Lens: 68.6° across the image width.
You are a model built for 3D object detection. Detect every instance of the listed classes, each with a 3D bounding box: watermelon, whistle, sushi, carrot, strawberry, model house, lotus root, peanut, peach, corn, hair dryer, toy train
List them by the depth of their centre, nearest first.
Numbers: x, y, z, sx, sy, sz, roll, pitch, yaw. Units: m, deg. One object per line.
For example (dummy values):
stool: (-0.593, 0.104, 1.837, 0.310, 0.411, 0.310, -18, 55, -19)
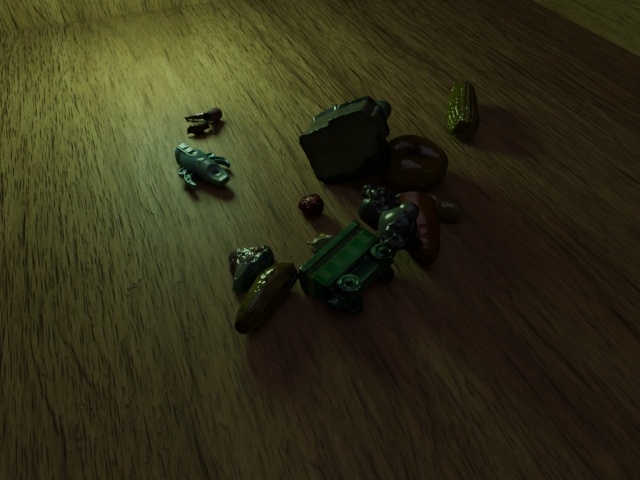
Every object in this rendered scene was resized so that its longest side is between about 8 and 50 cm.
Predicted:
lotus root: (-0.156, 0.150, 1.323, 0.097, 0.110, 0.258, 25, 50, 18)
toy train: (0.088, 0.083, 1.391, 0.203, 0.120, 0.301, 29, 53, 28)
watermelon: (-0.231, 0.069, 1.430, 0.139, 0.071, 0.187, 22, 50, 24)
carrot: (0.306, -0.022, 1.490, 0.159, 0.159, 0.224, -3, 58, -4)
strawberry: (-0.033, -0.120, 1.608, 0.097, 0.083, 0.083, -6, 40, 33)
peanut: (0.406, -0.119, 1.619, 0.175, 0.080, 0.080, 25, 51, 25)
model house: (0.117, -0.394, 1.718, 0.299, 0.243, 0.284, -11, 36, 27)
peach: (0.342, -0.282, 1.721, 0.252, 0.153, 0.251, -3, 50, 4)
whistle: (-0.446, -0.279, 1.735, 0.274, 0.093, 0.186, 33, 54, 22)
sushi: (-0.502, -0.460, 1.929, 0.100, 0.047, 0.050, -14, 34, -18)
hair dryer: (-0.504, -0.523, 1.982, 0.154, 0.053, 0.106, -3, 21, 21)
corn: (0.606, -0.558, 1.996, 0.131, 0.131, 0.344, 10, 47, 8)

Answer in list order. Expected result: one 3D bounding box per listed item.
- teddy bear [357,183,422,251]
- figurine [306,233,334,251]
teddy bear: (0.230, -0.054, 1.380, 0.144, 0.171, 0.251, -50, 43, 12)
figurine: (0.000, 0.000, 1.517, 0.083, 0.047, 0.050, -21, 40, -25)
